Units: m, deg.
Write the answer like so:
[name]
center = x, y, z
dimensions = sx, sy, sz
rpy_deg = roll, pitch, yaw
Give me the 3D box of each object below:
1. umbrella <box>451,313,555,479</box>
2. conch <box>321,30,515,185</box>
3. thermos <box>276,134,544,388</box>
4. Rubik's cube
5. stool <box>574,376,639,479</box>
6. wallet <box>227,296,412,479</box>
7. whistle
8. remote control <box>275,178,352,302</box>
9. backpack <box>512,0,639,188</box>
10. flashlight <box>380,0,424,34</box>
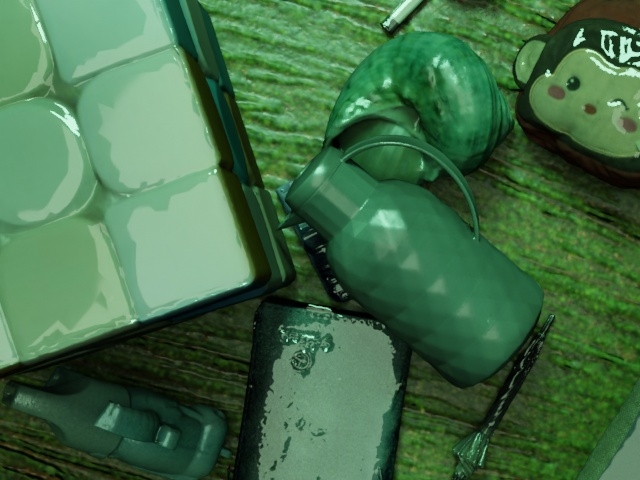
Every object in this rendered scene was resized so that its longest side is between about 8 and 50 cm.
[umbrella]
center = 0.189, 0.196, 1.257
dimensions = 0.044, 0.044, 0.269
rpy_deg = 23, 82, 42
[conch]
center = 0.115, -0.135, 1.223
dimensions = 0.202, 0.134, 0.196
rpy_deg = 17, 131, -1
[thermos]
center = 0.100, 0.008, 1.175
dimensions = 0.286, 0.145, 0.182
rpy_deg = 42, 113, -10
[Rubik's cube]
center = -0.248, -0.060, 1.142
dimensions = 0.347, 0.344, 0.346
rpy_deg = -18, 86, 5
[stool]
center = 0.399, 0.278, 1.140
dimensions = 0.310, 0.226, 0.310
rpy_deg = 33, 90, 4
[wallet]
center = -0.008, 0.261, 1.260
dimensions = 0.191, 0.046, 0.379
rpy_deg = 8, 88, 3
[whistle]
center = -0.212, 0.200, 1.215
dimensions = 0.274, 0.186, 0.093
rpy_deg = 23, 84, -32
[remote control]
center = 0.000, 0.000, 1.277
dimensions = 0.043, 0.027, 0.152
rpy_deg = -27, 85, 8
[backpack]
center = 0.332, -0.172, 1.205
dimensions = 0.229, 0.139, 0.229
rpy_deg = -4, 80, 21
[flashlight]
center = 0.103, -0.271, 1.279
dimensions = 0.018, 0.018, 0.083
rpy_deg = 45, 92, 4
